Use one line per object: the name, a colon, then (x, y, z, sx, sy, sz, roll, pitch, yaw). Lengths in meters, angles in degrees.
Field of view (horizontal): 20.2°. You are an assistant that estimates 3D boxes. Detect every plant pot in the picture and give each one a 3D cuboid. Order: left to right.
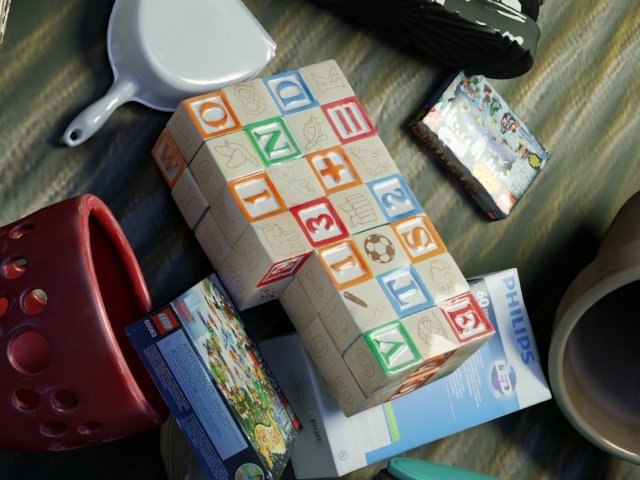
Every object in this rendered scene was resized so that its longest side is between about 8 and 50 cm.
plant pot: (-0.225, 0.079, 1.394, 0.174, 0.191, 0.191, -20, 93, 4)
plant pot: (0.356, 0.059, 1.766, 0.263, 0.263, 0.229, 40, 32, -20)

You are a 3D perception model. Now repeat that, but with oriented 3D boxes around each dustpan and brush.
dustpan and brush: (-0.152, -0.155, 1.593, 0.147, 0.060, 0.211, 50, 53, -14)

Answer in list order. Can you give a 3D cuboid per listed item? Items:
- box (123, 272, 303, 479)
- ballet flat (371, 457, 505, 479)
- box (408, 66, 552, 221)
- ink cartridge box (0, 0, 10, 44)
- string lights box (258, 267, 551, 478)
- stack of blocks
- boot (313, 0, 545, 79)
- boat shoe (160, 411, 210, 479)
box: (-0.080, 0.114, 1.443, 0.044, 0.233, 0.159, -30, 92, 6)
ballet flat: (0.247, 0.310, 1.712, 0.483, 0.164, 0.182, 6, 102, -33)
box: (0.161, -0.099, 1.792, 0.137, 0.027, 0.094, 47, 61, -17)
ink cartridge box: (-0.364, -0.188, 1.347, 0.193, 0.235, 0.088, 15, 74, -30)
string lights box: (0.083, 0.122, 1.672, 0.260, 0.077, 0.133, -15, 90, -34)
stack of blocks: (0.000, 0.000, 1.576, 0.171, 0.087, 0.297, -19, 71, -34)
boot: (0.095, -0.335, 1.732, 0.348, 0.131, 0.260, 26, 69, -29)
boat shoe: (-0.085, 0.221, 1.541, 0.079, 0.081, 0.227, 4, 77, -31)
